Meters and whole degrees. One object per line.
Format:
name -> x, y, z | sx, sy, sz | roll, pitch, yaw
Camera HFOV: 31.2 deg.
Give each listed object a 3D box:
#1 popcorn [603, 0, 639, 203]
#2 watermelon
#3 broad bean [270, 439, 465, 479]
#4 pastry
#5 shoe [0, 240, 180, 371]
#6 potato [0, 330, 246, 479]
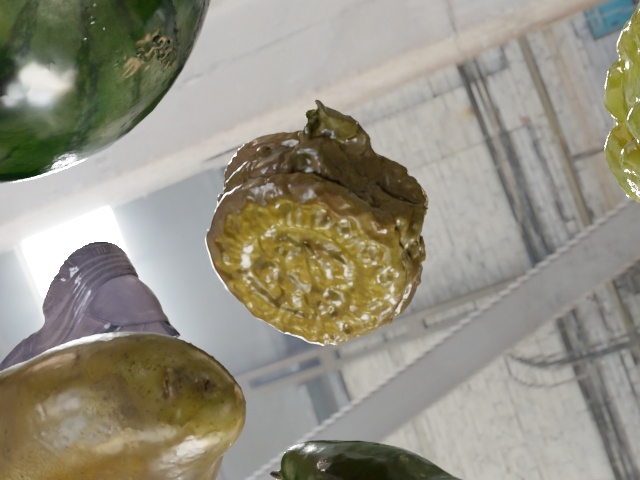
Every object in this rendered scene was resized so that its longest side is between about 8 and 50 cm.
popcorn -> 0.239, -0.076, 0.575 | 0.167, 0.185, 0.187 | 75, -146, -66
watermelon -> -0.170, -0.148, 0.579 | 0.242, 0.242, 0.242 | 57, -160, -35
broad bean -> 0.066, 0.129, 0.522 | 0.046, 0.254, 0.065 | 48, -123, -36
pastry -> 0.000, 0.000, 1.215 | 0.240, 0.235, 0.132 | 39, -130, -22
shoe -> -0.229, 0.133, 1.104 | 0.137, 0.245, 0.095 | 41, -165, 32
potato -> -0.202, 0.189, 0.922 | 0.195, 0.369, 0.176 | 54, -144, 6
